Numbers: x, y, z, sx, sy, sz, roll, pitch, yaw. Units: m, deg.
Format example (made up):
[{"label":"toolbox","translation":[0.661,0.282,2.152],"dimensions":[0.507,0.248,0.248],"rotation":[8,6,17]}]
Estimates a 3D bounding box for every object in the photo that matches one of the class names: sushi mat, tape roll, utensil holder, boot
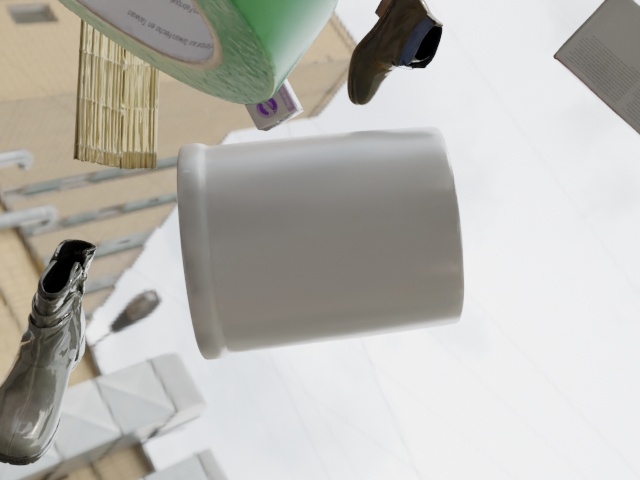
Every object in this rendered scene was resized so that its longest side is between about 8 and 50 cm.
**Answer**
[{"label":"sushi mat","translation":[-0.291,-0.262,1.461],"dimensions":[0.019,0.151,0.316],"rotation":[0,-93,35]},{"label":"tape roll","translation":[-0.140,-0.218,0.658],"dimensions":[0.321,0.321,0.077],"rotation":[28,-101,36]},{"label":"utensil holder","translation":[0.000,0.000,1.512],"dimensions":[0.327,0.386,0.327],"rotation":[175,-90,-89]},{"label":"boot","translation":[0.115,-0.288,1.597],"dimensions":[0.106,0.082,0.219],"rotation":[50,-49,35]},{"label":"boot","translation":[-0.310,0.112,1.110],"dimensions":[0.083,0.246,0.161],"rotation":[12,-56,-5]}]

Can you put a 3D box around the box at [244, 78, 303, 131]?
[{"label":"box","translation":[-0.126,-0.303,1.349],"dimensions":[0.063,0.067,0.324],"rotation":[-27,-88,9]}]

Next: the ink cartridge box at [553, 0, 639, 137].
[{"label":"ink cartridge box","translation":[0.502,-0.193,1.428],"dimensions":[0.309,0.272,0.130],"rotation":[46,-72,12]}]
